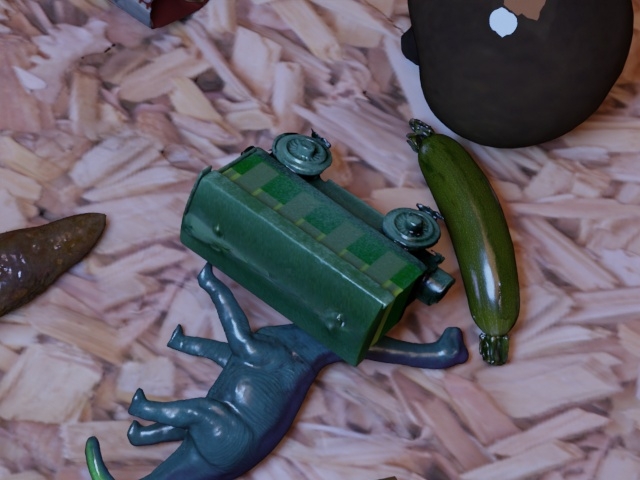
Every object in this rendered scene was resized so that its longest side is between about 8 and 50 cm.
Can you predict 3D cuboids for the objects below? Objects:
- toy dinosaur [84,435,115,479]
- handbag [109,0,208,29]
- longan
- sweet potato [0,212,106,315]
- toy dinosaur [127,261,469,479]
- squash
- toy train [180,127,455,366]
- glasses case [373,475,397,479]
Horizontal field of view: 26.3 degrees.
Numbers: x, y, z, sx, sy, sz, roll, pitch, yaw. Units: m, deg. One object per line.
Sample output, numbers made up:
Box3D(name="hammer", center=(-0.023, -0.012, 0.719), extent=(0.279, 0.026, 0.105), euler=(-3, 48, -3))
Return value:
Box3D(name="toy dinosaur", center=(0.034, 0.297, 1.481), extent=(0.374, 0.144, 0.500), euler=(-41, 90, -10))
Box3D(name="handbag", center=(-0.178, -0.413, 1.735), extent=(0.171, 0.151, 0.298), euler=(41, 86, 18))
Box3D(name="longan", center=(0.217, -0.256, 1.613), extent=(0.300, 0.243, 0.300), euler=(-10, 74, 39))
Box3D(name="sweet potato", center=(-0.416, 0.045, 1.630), extent=(0.341, 0.092, 0.114), euler=(-14, 56, -2))
Box3D(name="toy dinosaur", center=(-0.044, 0.212, 1.565), extent=(0.330, 0.129, 0.384), euler=(25, 77, 1))
Box3D(name="squash", center=(0.183, -0.011, 1.625), extent=(0.071, 0.080, 0.319), euler=(-4, 70, -38))
Box3D(name="toy train", center=(0.000, 0.000, 1.556), extent=(0.300, 0.120, 0.202), euler=(35, 42, 16))
Box3D(name="glasses case", center=(0.009, 0.313, 1.550), extent=(0.169, 0.041, 0.065), euler=(-12, 102, -1))
